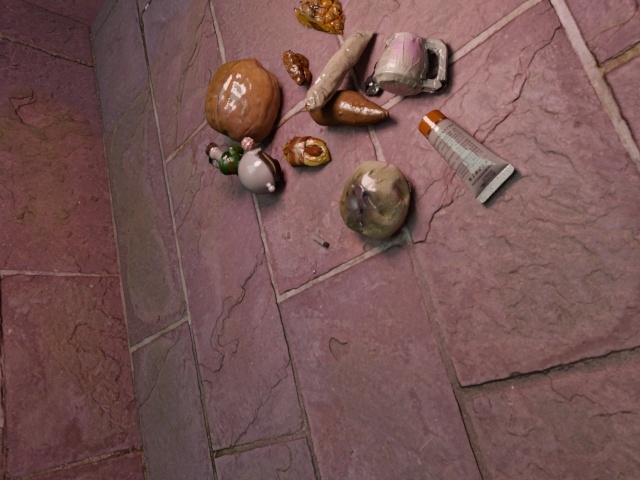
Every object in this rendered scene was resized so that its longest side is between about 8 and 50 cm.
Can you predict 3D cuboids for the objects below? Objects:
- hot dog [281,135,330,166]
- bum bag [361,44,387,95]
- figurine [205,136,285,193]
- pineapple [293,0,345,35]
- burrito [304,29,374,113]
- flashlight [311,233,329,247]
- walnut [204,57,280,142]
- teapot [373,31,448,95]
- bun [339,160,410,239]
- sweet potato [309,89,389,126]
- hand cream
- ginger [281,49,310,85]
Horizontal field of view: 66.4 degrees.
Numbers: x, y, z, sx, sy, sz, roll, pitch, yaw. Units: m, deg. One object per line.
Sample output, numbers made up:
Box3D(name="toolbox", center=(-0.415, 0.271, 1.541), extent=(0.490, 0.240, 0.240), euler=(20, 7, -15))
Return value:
Box3D(name="hot dog", center=(-0.076, -0.351, 1.917), extent=(0.261, 0.093, 0.123), euler=(5, 90, 44))
Box3D(name="bum bag", center=(0.208, -0.594, 1.702), extent=(0.198, 0.049, 0.087), euler=(-58, 47, 24))
Box3D(name="figurine", center=(-0.313, -0.305, 2.030), extent=(0.369, 0.167, 0.281), euler=(25, 147, 21))
Box3D(name="pineapple", center=(-0.019, -0.902, 1.874), extent=(0.249, 0.164, 0.140), euler=(37, 103, 43))
Box3D(name="burrito", center=(0.055, -0.600, 1.727), extent=(0.392, 0.076, 0.117), euler=(-56, 30, -14))
Box3D(name="flashlight", center=(0.000, 0.000, 1.864), extent=(0.083, 0.018, 0.018), euler=(35, 108, 39))
Box3D(name="walnut", center=(-0.320, -0.587, 2.044), extent=(0.306, 0.306, 0.344), euler=(36, 112, 39))
Box3D(name="teapot", center=(0.287, -0.568, 1.549), extent=(0.221, 0.163, 0.178), euler=(14, 89, 44))
Box3D(name="bun", center=(0.165, -0.138, 1.624), extent=(0.272, 0.168, 0.273), euler=(4, 95, 49))
Box3D(name="sweet potato", center=(0.105, -0.469, 1.734), extent=(0.336, 0.131, 0.131), euler=(12, 95, 43))
Box3D(name="hand cream", center=(0.422, -0.265, 1.446), extent=(0.140, 0.089, 0.314), euler=(-49, 60, 30))
Box3D(name="ginger", center=(-0.090, -0.682, 1.961), extent=(0.073, 0.103, 0.162), euler=(-32, 75, 42))
